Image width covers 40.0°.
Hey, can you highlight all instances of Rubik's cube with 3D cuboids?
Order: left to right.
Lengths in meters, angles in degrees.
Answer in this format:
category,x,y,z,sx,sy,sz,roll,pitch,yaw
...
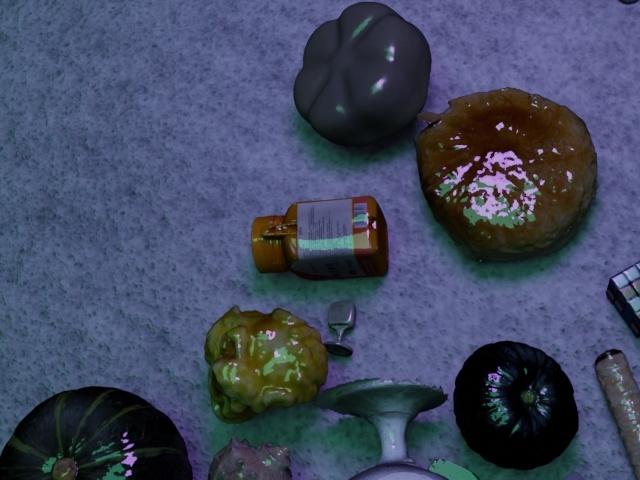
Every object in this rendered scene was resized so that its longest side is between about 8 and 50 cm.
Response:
category,x,y,z,sx,sy,sz,roll,pitch,yaw
Rubik's cube,0.521,0.087,1.401,0.092,0.092,0.092,-30,66,1

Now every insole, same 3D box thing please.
category,x,y,z,sx,sy,sz,roll,pitch,yaw
insole,0.249,0.417,1.394,0.192,0.010,0.063,40,83,23

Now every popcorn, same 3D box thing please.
category,x,y,z,sx,sy,sz,roll,pitch,yaw
popcorn,-0.100,0.212,1.449,0.225,0.200,0.203,23,70,15

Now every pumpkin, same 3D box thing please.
category,x,y,z,sx,sy,sz,roll,pitch,yaw
pumpkin,-0.365,0.395,1.424,0.323,0.241,0.323,-7,67,18
pumpkin,0.299,0.255,1.365,0.201,0.140,0.202,5,68,-12

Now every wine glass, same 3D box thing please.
category,x,y,z,sx,sy,sz,roll,pitch,yaw
wine glass,0.110,0.388,1.326,0.237,0.238,0.323,-8,61,11

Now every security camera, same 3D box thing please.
category,x,y,z,sx,sy,sz,roll,pitch,yaw
security camera,0.037,0.149,1.525,0.058,0.058,0.092,6,61,15

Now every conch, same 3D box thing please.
category,x,y,z,sx,sy,sz,roll,pitch,yaw
conch,-0.117,0.417,1.410,0.178,0.163,0.245,45,104,8

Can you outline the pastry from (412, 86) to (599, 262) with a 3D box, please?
category,x,y,z,sx,sy,sz,roll,pitch,yaw
pastry,0.320,-0.121,1.499,0.329,0.136,0.330,-5,69,12

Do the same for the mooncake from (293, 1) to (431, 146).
category,x,y,z,sx,sy,sz,roll,pitch,yaw
mooncake,0.070,-0.298,1.581,0.274,0.135,0.275,-21,55,33

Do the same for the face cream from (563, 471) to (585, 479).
category,x,y,z,sx,sy,sz,roll,pitch,yaw
face cream,0.342,0.475,1.295,0.273,0.096,0.154,-32,61,-24

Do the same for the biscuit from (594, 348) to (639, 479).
category,x,y,z,sx,sy,sz,roll,pitch,yaw
biscuit,0.481,0.277,1.364,0.061,0.055,0.219,-22,66,11

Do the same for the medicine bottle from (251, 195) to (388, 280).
category,x,y,z,sx,sy,sz,roll,pitch,yaw
medicine bottle,0.000,0.001,1.525,0.222,0.149,0.112,-5,70,12

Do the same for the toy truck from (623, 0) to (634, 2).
category,x,y,z,sx,sy,sz,roll,pitch,yaw
toy truck,0.536,-0.563,1.610,0.338,0.133,0.184,21,67,17
